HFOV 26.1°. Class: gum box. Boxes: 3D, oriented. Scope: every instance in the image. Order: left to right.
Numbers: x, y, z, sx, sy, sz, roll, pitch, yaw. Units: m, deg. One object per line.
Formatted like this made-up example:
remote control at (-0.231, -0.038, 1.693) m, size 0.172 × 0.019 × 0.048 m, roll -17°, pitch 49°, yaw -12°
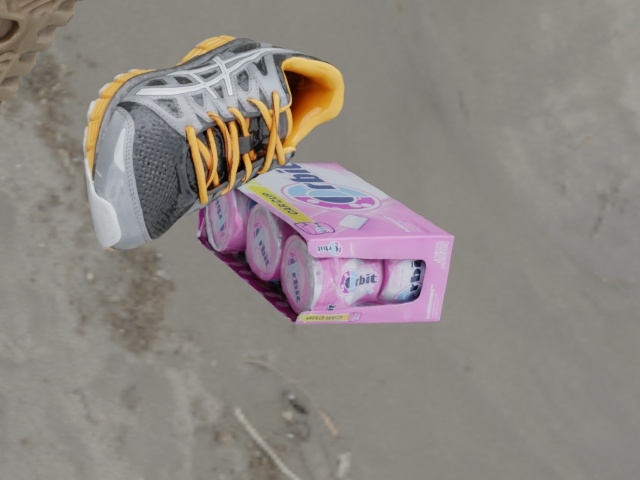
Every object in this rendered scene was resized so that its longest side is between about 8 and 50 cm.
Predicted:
gum box at (0.000, 0.000, 0.945) m, size 0.107 × 0.188 × 0.062 m, roll -1°, pitch 109°, yaw -27°

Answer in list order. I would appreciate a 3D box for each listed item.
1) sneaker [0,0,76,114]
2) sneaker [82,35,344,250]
sneaker at (-0.149, -0.080, 0.332) m, size 0.153 × 0.282 × 0.099 m, roll 48°, pitch 17°, yaw 15°
sneaker at (-0.057, -0.060, 0.754) m, size 0.215 × 0.083 × 0.084 m, roll -52°, pitch 142°, yaw -52°
